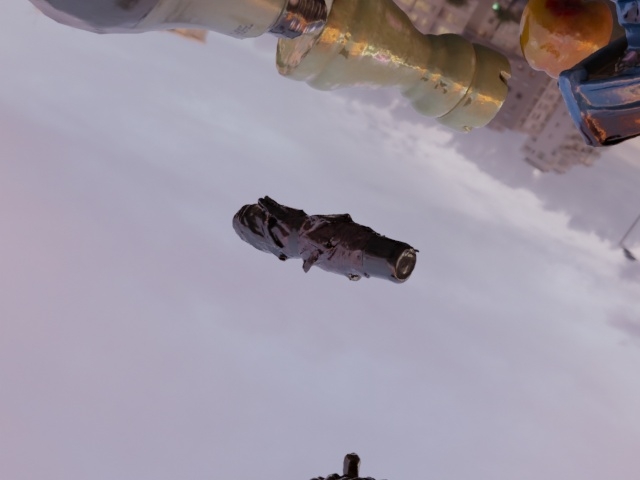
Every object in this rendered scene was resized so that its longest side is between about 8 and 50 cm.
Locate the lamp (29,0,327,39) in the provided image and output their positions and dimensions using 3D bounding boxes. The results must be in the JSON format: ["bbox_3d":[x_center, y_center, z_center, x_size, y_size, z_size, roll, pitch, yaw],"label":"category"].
[{"bbox_3d":[-0.147,-0.250,0.684,0.182,0.182,0.313,45,-165,35],"label":"lamp"}]

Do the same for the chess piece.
[{"bbox_3d":[0.155,-0.359,1.485,0.442,0.234,0.234,16,-155,-26],"label":"chess piece"}]

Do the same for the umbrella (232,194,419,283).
[{"bbox_3d":[0.000,0.000,1.053,0.326,0.090,0.094,16,-177,42],"label":"umbrella"}]

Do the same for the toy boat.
[{"bbox_3d":[0.252,-0.150,0.556,0.223,0.097,0.100,-31,-156,-25],"label":"toy boat"}]

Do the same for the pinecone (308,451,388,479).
[{"bbox_3d":[0.039,0.407,0.890,0.244,0.244,0.309,14,-131,-34],"label":"pinecone"}]

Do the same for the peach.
[{"bbox_3d":[0.372,-0.317,1.171,0.138,0.138,0.138,25,-158,-11],"label":"peach"}]
